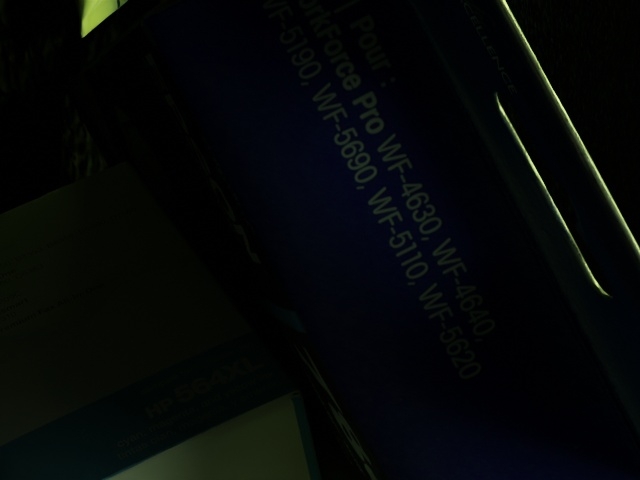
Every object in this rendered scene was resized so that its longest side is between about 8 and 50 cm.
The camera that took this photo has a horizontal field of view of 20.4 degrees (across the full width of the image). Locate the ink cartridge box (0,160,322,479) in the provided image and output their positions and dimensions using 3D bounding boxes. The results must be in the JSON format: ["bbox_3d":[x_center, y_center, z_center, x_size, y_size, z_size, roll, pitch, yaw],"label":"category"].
[{"bbox_3d":[-0.068,0.051,0.542,0.143,0.090,0.092,51,-20,45],"label":"ink cartridge box"}]

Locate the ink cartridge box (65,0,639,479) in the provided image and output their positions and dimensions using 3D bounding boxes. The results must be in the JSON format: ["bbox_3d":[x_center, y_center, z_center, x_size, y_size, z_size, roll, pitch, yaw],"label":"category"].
[{"bbox_3d":[0.000,0.000,0.525,0.165,0.065,0.333,61,-11,-6],"label":"ink cartridge box"}]

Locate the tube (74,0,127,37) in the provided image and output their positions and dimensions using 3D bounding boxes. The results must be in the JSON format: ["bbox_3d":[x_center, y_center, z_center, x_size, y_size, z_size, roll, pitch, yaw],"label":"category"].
[{"bbox_3d":[-0.077,-0.198,0.628,0.070,0.062,0.240,-17,117,-35],"label":"tube"}]
